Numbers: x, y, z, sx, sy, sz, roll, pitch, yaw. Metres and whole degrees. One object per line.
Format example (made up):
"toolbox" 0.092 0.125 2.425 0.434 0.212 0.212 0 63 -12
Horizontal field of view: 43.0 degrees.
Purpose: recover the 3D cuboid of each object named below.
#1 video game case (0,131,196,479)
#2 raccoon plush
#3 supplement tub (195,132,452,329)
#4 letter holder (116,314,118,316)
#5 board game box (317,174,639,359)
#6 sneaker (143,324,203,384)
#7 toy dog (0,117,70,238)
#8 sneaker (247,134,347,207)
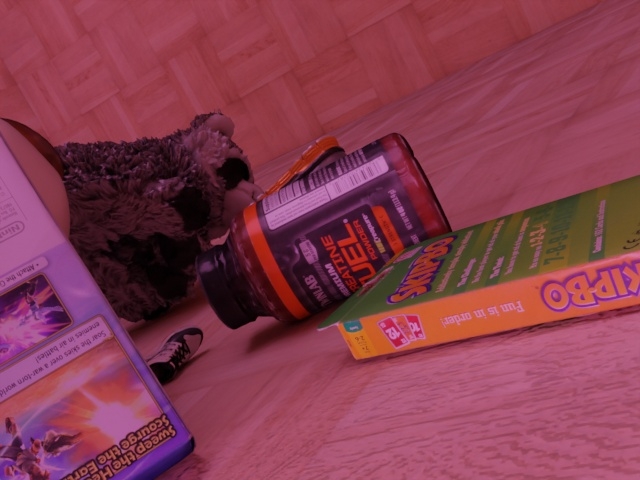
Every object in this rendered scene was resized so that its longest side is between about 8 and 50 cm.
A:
"video game case" -0.251 0.093 0.470 0.270 0.244 0.061 -31 -17 -18
"raccoon plush" -0.280 -0.103 1.041 0.216 0.447 0.299 -50 20 30
"supplement tub" 0.000 0.000 0.663 0.198 0.106 0.106 -27 10 7
"letter holder" -0.477 0.099 1.124 0.302 0.214 0.152 -26 10 11
"board game box" 0.123 0.011 0.474 0.260 0.039 0.124 -16 15 41
"sneaker" -0.131 0.106 0.708 0.083 0.031 0.037 -38 27 -27
"toy dog" -0.390 0.050 0.661 0.408 0.395 0.284 -36 26 17
"sneaker" -0.035 -0.031 1.002 0.215 0.083 0.084 -46 -6 0
